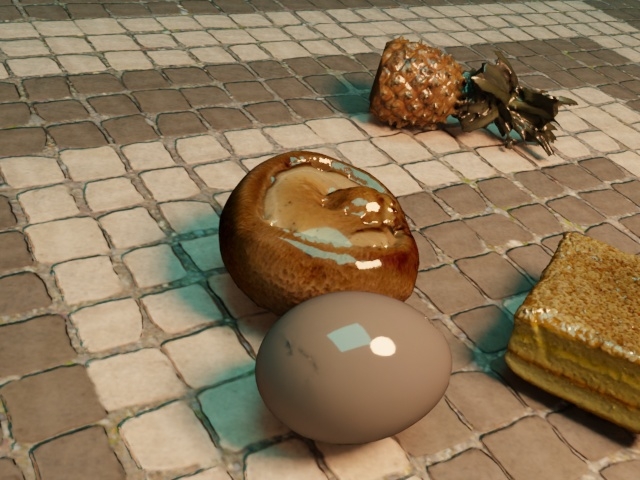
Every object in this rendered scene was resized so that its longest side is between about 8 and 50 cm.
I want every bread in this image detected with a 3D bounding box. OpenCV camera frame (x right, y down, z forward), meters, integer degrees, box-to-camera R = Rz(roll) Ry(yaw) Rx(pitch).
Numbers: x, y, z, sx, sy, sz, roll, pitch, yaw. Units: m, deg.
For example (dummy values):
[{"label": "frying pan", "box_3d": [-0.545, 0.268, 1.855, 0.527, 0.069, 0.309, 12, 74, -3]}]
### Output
[{"label": "bread", "box_3d": [0.333, 0.103, 0.863, 0.184, 0.110, 0.234, 23, 35, 22]}]

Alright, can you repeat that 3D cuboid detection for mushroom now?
[{"label": "mushroom", "box_3d": [0.000, 0.000, 0.869, 0.253, 0.153, 0.253, 10, 35, -7]}]

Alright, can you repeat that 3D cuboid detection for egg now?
[{"label": "egg", "box_3d": [0.035, 0.122, 0.715, 0.199, 0.146, 0.146, 4, 35, -21]}]

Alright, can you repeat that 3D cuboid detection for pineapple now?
[{"label": "pineapple", "box_3d": [0.271, -0.252, 1.289, 0.365, 0.165, 0.165, 11, 35, 1]}]
